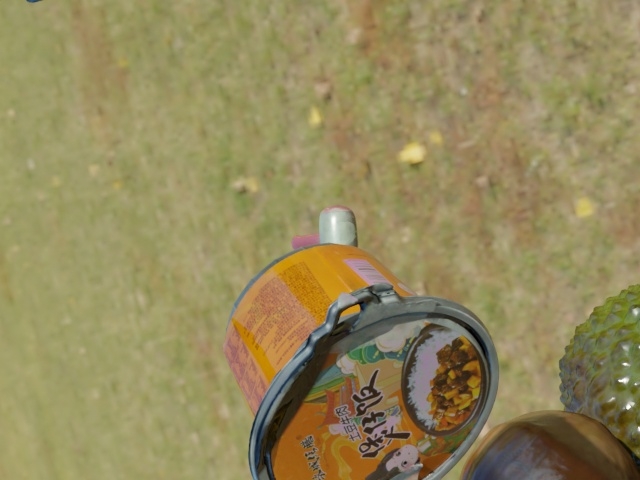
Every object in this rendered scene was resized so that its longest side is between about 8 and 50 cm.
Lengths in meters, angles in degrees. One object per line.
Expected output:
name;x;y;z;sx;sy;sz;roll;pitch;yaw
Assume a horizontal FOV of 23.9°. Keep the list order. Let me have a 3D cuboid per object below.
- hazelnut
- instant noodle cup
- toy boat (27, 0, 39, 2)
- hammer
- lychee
hazelnut;0.205;0.255;1.392;0.176;0.214;0.214;38;151;14
instant noodle cup;0.012;0.082;1.009;0.125;0.177;0.208;50;144;47
toy boat;-0.228;-0.232;1.227;0.137;0.060;0.061;-4;135;51
hammer;0.000;0.000;1.254;0.083;0.031;0.053;-10;80;55
lychee;0.371;0.167;1.564;0.320;0.270;0.270;-18;89;42
